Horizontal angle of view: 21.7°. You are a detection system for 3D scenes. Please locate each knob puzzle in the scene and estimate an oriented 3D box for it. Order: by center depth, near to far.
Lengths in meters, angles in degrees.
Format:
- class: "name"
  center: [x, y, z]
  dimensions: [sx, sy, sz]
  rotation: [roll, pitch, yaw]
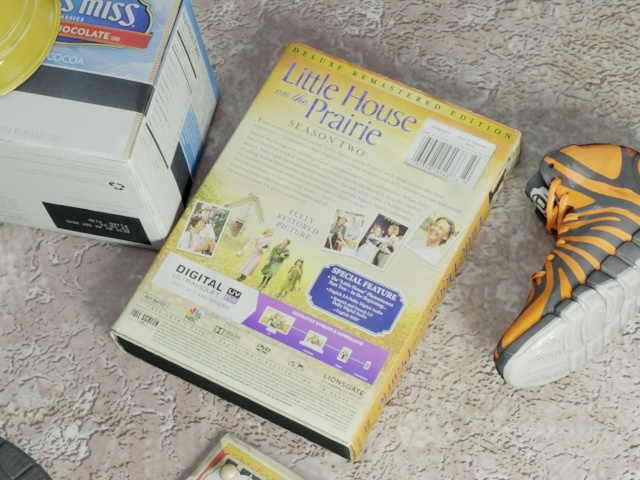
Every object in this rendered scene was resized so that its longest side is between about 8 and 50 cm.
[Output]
- class: "knob puzzle"
  center: [-0.095, 0.309, 1.730]
  dimensions: [0.213, 0.030, 0.213]
  rotation: [-8, 55, 11]

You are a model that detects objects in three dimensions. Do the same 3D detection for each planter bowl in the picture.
- class: "planter bowl"
  center: [-0.391, -0.254, 1.767]
  dimensions: [0.217, 0.090, 0.217]
  rotation: [-3, 62, 5]

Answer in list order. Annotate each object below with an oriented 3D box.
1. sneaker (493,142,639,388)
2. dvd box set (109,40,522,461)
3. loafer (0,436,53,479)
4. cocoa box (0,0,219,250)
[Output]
- class: "sneaker"
  center: [0.267, 0.017, 1.814]
  dimensions: [0.321, 0.124, 0.180]
  rotation: [-37, 61, -23]
- class: "dvd box set"
  center: [0.000, 0.000, 1.873]
  dimensions: [0.308, 0.062, 0.420]
  rotation: [23, 69, 17]
- class: "loafer"
  center: [-0.381, 0.261, 1.788]
  dimensions: [0.302, 0.095, 0.109]
  rotation: [38, 43, 17]
- class: "cocoa box"
  center: [-0.319, -0.159, 1.892]
  dimensions: [0.347, 0.231, 0.228]
  rotation: [10, 66, 12]
